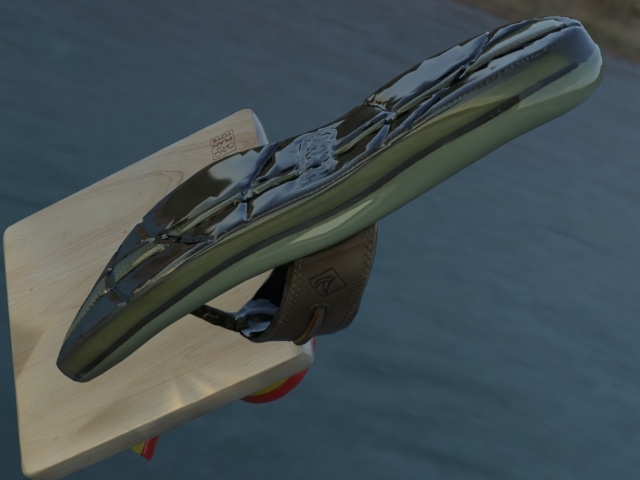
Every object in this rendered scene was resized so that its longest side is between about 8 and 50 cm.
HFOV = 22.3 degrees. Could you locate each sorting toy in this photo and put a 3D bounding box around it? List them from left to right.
[{"bbox_3d":[-0.128,0.058,1.357,0.089,0.257,0.255,47,24,-49],"label":"sorting toy"}]

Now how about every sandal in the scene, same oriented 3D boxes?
[{"bbox_3d":[0.001,0.000,0.746,0.086,0.303,0.120,56,22,-19],"label":"sandal"}]
